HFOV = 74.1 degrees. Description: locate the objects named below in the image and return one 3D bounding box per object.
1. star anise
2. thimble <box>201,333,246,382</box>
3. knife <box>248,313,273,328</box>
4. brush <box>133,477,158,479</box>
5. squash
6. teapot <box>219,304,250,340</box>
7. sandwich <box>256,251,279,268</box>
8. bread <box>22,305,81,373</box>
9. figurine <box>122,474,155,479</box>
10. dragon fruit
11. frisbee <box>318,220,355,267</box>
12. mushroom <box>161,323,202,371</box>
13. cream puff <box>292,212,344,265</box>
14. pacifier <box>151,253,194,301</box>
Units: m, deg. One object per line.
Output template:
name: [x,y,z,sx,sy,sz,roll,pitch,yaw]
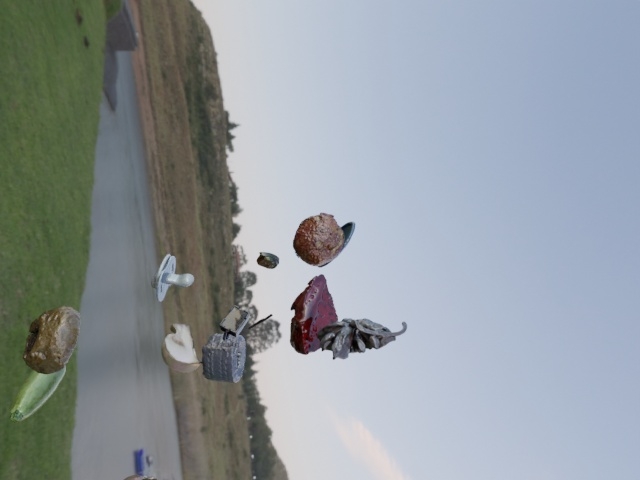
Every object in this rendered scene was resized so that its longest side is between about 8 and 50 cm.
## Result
star anise: [0.138,0.347,1.607,0.316,0.359,0.139,4,-79,28]
thimble: [-0.454,0.552,1.994,0.205,0.172,0.236,-85,179,-46]
knife: [-0.346,0.466,2.433,0.010,0.170,0.023,52,9,-44]
brush: [-0.395,0.640,1.067,0.084,0.301,0.071,30,49,-83]
squash: [-1.085,0.575,1.621,0.370,0.118,0.118,-119,-153,-69]
teapot: [-0.375,0.368,1.857,0.096,0.087,0.177,102,15,-45]
sandwich: [-0.160,0.065,1.302,0.101,0.069,0.026,125,-31,-63]
bread: [-0.902,0.331,1.416,0.230,0.123,0.230,-23,-127,35]
figurine: [-0.592,0.811,1.345,0.125,0.138,0.125,19,-51,26]
dragon fruit: [-0.015,0.310,1.843,0.302,0.240,0.330,176,-77,-72]
frisbee: [0.086,0.028,2.124,0.289,0.049,0.289,-47,-166,16]
mushroom: [-0.709,0.538,2.040,0.173,0.162,0.236,-48,-127,24]
cream puff: [0.001,0.000,1.824,0.164,0.240,0.240,14,-69,54]
pacifier: [-0.802,0.206,2.324,0.279,0.207,0.227,-84,-169,-54]
